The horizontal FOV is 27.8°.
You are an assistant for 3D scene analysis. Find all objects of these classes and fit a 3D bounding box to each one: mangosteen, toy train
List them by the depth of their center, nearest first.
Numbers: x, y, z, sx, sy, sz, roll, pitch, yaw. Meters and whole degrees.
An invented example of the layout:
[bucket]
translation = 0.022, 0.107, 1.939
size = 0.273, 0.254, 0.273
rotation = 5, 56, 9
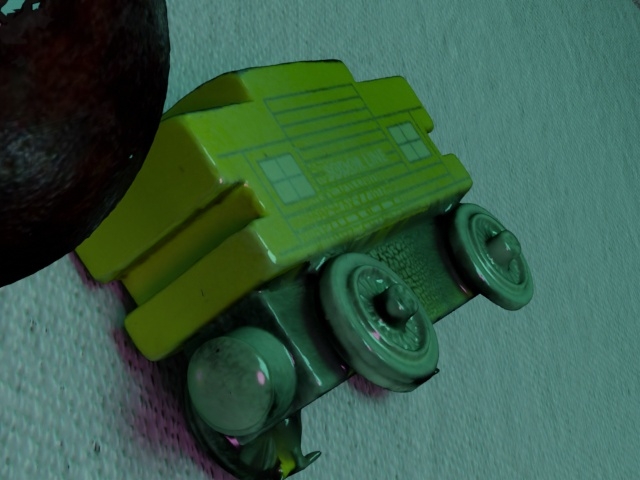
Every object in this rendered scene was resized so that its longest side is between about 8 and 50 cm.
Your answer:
[mangosteen]
translation = -0.215, -0.097, 0.632
size = 0.288, 0.288, 0.288
rotation = 39, 36, -36
[toy train]
translation = 0.000, 0.000, 0.987
size = 0.272, 0.179, 0.442
rotation = 57, 28, 6
